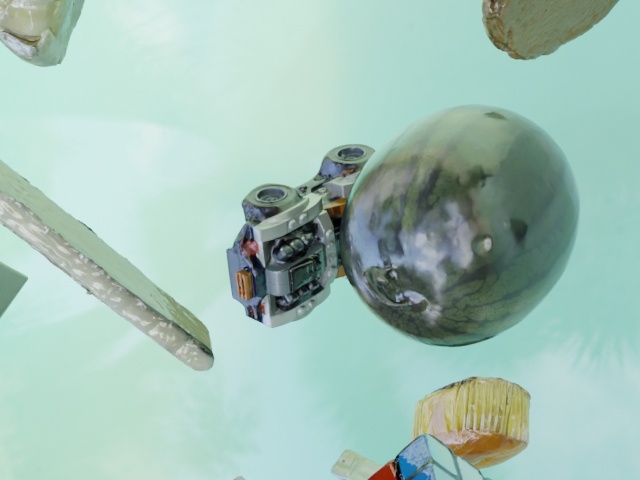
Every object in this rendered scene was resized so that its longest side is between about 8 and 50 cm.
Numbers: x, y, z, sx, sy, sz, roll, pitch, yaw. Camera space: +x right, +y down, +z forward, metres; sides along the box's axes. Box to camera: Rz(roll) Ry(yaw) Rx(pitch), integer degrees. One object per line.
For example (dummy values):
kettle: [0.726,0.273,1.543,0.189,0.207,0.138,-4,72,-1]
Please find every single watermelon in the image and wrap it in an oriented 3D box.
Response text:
watermelon: [0.168,-0.016,1.426,0.279,0.359,0.279,18,131,22]

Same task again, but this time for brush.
brush: [0.082,0.239,1.076,0.178,0.033,0.030,17,154,45]

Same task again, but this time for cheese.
cheese: [-0.254,-0.007,1.104,0.400,0.034,0.085,42,-172,-22]

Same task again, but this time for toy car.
toy car: [0.001,0.001,1.560,0.118,0.301,0.193,21,128,38]

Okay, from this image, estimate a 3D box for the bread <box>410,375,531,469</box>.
bread: [0.219,0.277,1.696,0.190,0.132,0.114,-29,48,51]

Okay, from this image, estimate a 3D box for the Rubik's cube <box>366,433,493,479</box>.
Rubik's cube: [0.092,0.276,0.908,0.151,0.154,0.155,-44,25,19]

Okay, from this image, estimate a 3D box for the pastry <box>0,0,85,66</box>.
pastry: [-0.308,-0.271,1.268,0.088,0.166,0.166,17,137,0]

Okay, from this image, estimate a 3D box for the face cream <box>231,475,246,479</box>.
face cream: [-0.063,0.381,1.416,0.198,0.084,0.057,47,121,18]

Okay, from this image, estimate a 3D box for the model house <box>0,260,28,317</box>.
model house: [-0.397,0.040,1.165,0.100,0.127,0.149,0,141,47]

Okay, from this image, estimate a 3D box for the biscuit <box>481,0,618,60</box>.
biscuit: [0.246,-0.271,1.140,0.042,0.226,0.226,53,147,27]
